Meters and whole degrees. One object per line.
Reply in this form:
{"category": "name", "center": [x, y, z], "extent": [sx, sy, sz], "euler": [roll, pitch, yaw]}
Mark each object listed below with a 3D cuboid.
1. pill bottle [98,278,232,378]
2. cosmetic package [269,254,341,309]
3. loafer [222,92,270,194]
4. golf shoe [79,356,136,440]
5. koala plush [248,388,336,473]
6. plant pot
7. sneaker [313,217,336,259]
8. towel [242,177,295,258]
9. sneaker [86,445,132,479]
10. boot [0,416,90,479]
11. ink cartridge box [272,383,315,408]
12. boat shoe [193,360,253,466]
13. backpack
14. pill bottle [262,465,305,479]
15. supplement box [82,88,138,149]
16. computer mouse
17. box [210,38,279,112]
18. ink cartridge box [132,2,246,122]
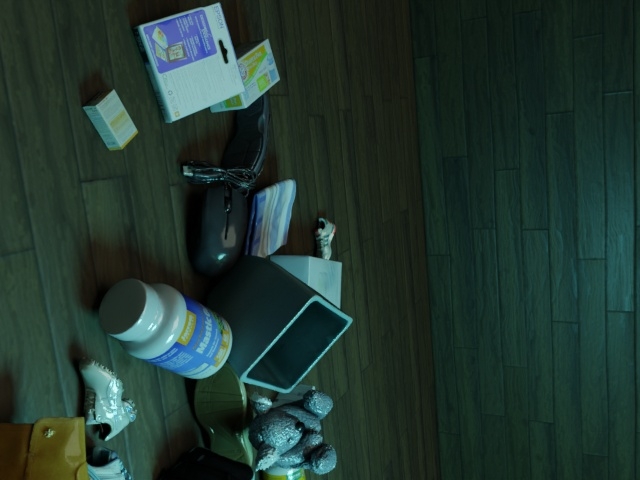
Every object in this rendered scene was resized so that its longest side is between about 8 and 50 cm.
{"category": "pill bottle", "center": [-0.308, 0.176, 1.207], "extent": [0.272, 0.152, 0.152], "euler": [46, 49, -55]}
{"category": "cosmetic package", "center": [-0.044, 0.164, 1.767], "extent": [0.225, 0.138, 0.224], "euler": [13, 78, -62]}
{"category": "loafer", "center": [-0.174, -0.245, 1.550], "extent": [0.095, 0.109, 0.302], "euler": [51, 43, -59]}
{"category": "golf shoe", "center": [-0.406, 0.297, 1.106], "extent": [0.086, 0.069, 0.176], "euler": [-53, 134, -43]}
{"category": "koala plush", "center": [-0.096, 0.454, 1.409], "extent": [0.221, 0.203, 0.196], "euler": [37, 43, -60]}
{"category": "plant pot", "center": [-0.124, 0.175, 1.434], "extent": [0.247, 0.252, 0.248], "euler": [-48, 149, 0]}
{"category": "sneaker", "center": [0.000, 0.000, 1.967], "extent": [0.075, 0.057, 0.161], "euler": [36, 58, -39]}
{"category": "towel", "center": [-0.132, -0.051, 1.603], "extent": [0.285, 0.034, 0.209], "euler": [-40, 143, -69]}
{"category": "sneaker", "center": [-0.385, 0.448, 1.098], "extent": [0.283, 0.110, 0.122], "euler": [52, 41, -51]}
{"category": "boot", "center": [-0.384, 0.385, 0.935], "extent": [0.104, 0.295, 0.211], "euler": [133, -36, -70]}
{"category": "ink cartridge box", "center": [-0.081, 0.479, 1.724], "extent": [0.135, 0.099, 0.056], "euler": [-52, 136, -51]}
{"category": "boat shoe", "center": [-0.222, 0.405, 1.431], "extent": [0.110, 0.122, 0.341], "euler": [-77, 167, -64]}
{"category": "backpack", "center": [-0.236, 0.552, 1.305], "extent": [0.166, 0.188, 0.144], "euler": [-22, 109, -63]}
{"category": "pill bottle", "center": [-0.100, 0.653, 1.660], "extent": [0.117, 0.118, 0.208], "euler": [-19, 106, -63]}
{"category": "supplement box", "center": [-0.402, -0.232, 1.153], "extent": [0.062, 0.036, 0.098], "euler": [-64, 143, -42]}
{"category": "computer mouse", "center": [-0.235, -0.046, 1.388], "extent": [0.189, 0.072, 0.272], "euler": [5, 91, -31]}
{"category": "box", "center": [-0.200, -0.413, 1.494], "extent": [0.203, 0.103, 0.114], "euler": [-58, 139, -48]}
{"category": "ink cartridge box", "center": [-0.281, -0.392, 1.315], "extent": [0.208, 0.045, 0.206], "euler": [-32, 120, -32]}
